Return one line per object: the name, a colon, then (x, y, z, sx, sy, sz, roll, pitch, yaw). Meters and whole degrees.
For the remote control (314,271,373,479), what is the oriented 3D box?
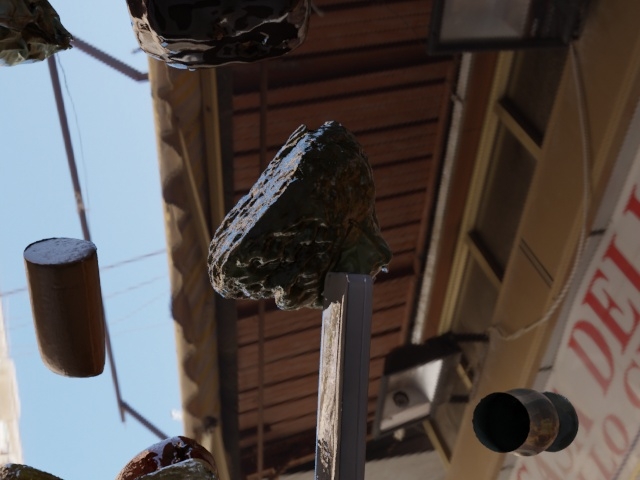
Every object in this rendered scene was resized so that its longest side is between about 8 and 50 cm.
remote control: (0.022, 0.157, 0.800, 0.034, 0.103, 0.250, 3, -92, -13)

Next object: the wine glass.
wine glass: (0.282, 0.248, 1.061, 0.093, 0.093, 0.202, -43, -31, 17)

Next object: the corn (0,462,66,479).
corn: (-0.362, 0.415, 1.150, 0.097, 0.097, 0.320, -34, -50, 10)

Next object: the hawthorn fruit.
hawthorn fruit: (-0.271, 0.451, 1.384, 0.211, 0.210, 0.262, 11, -60, -30)

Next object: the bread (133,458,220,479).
bread: (-0.149, 0.262, 0.740, 0.125, 0.082, 0.106, -23, -20, -9)

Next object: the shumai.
shumai: (-0.002, -0.001, 0.953, 0.218, 0.189, 0.256, 42, -98, -24)

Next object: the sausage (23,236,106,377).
sausage: (-0.449, 0.124, 1.376, 0.123, 0.123, 0.252, -6, -61, -17)

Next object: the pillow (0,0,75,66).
pillow: (-0.555, -0.340, 1.140, 0.310, 0.283, 0.138, 16, -82, 12)

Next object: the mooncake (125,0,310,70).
mooncake: (-0.107, -0.355, 0.781, 0.212, 0.381, 0.350, -8, -77, 3)
